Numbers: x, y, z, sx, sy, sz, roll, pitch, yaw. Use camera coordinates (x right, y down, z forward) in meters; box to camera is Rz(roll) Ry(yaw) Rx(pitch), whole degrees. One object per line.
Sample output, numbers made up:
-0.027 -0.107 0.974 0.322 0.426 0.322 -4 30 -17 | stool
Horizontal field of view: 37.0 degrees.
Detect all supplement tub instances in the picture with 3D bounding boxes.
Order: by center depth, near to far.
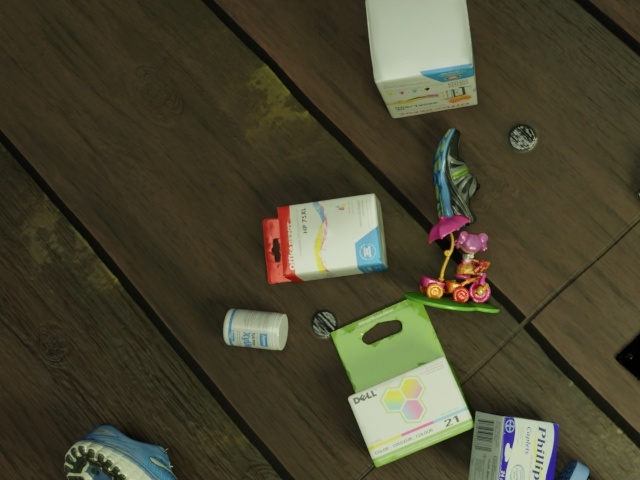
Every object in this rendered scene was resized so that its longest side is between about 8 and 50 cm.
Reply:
-0.119 0.163 1.764 0.107 0.071 0.071 4 81 14 | supplement tub

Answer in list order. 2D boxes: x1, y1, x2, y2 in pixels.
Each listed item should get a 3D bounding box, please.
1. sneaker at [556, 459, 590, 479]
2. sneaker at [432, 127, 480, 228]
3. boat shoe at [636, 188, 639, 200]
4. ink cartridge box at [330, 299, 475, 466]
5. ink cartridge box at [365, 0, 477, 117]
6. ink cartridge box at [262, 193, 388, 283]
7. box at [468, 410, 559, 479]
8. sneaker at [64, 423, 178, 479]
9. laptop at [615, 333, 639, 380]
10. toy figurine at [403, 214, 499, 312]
0.411 0.487 1.598 0.090 0.081 0.232 25 87 3 | sneaker
0.249 -0.112 1.747 0.078 0.067 0.188 -2 78 -9 | sneaker
0.651 -0.026 1.645 0.233 0.084 0.079 44 129 9 | boat shoe
0.137 0.242 1.683 0.189 0.097 0.255 -25 77 7 | ink cartridge box
0.184 -0.337 1.705 0.171 0.233 0.168 -8 81 10 | ink cartridge box
0.000 0.000 1.764 0.231 0.078 0.134 -8 79 11 | ink cartridge box
0.323 0.357 1.599 0.072 0.137 0.126 -4 76 54 | box
-0.289 0.437 1.718 0.330 0.147 0.130 39 117 -5 | sneaker
0.688 0.223 1.615 0.234 0.136 0.264 -44 49 1 | laptop
0.244 0.036 1.673 0.173 0.130 0.159 9 95 -9 | toy figurine
